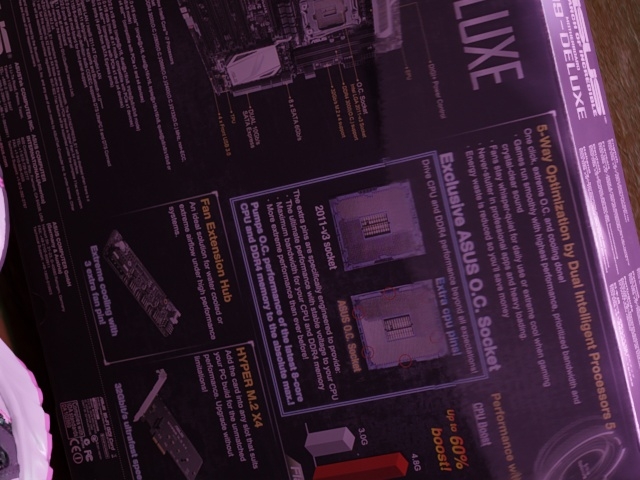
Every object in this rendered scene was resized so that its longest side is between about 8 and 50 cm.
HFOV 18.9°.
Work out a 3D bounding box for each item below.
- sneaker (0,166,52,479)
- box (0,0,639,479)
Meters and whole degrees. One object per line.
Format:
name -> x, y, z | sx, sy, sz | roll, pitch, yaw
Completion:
sneaker -> -0.151, 0.039, 0.669 | 0.077, 0.072, 0.178 | 17, 49, -49
box -> 0.000, 0.000, 0.774 | 0.076, 0.242, 0.307 | -17, 94, -68
